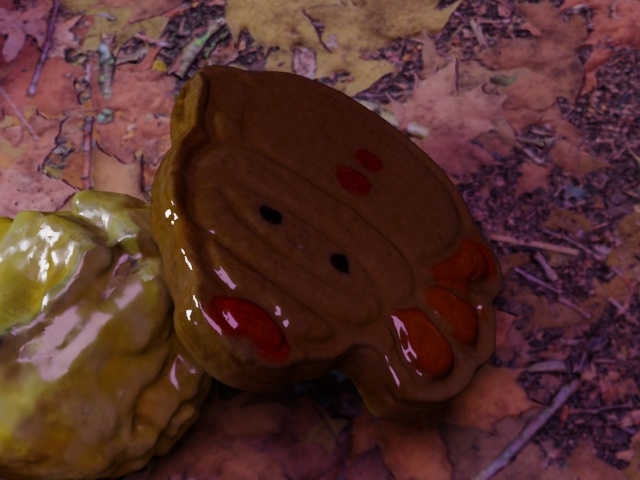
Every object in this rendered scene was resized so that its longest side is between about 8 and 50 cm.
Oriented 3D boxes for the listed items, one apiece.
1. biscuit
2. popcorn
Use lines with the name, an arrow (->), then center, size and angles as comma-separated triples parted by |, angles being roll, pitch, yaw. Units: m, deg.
biscuit -> 0.000, 0.000, 1.427 | 0.359, 0.074, 0.381 | 35, 36, -1
popcorn -> -0.218, 0.088, 1.425 | 0.252, 0.215, 0.286 | 36, 71, 16
